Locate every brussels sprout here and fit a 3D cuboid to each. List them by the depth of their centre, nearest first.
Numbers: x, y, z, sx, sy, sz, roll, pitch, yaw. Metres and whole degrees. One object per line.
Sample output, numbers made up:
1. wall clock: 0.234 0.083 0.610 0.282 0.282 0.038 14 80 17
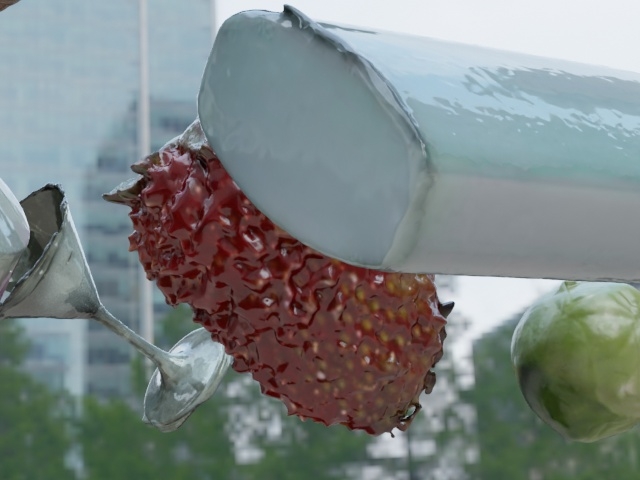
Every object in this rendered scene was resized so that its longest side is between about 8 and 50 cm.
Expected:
1. brussels sprout: 0.251 0.116 1.769 0.122 0.149 0.151 -14 31 -29

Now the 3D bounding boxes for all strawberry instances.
1. strawberry: 0.000 0.000 1.421 0.233 0.306 0.138 -42 -6 -13

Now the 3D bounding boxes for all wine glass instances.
1. wine glass: -0.203 0.071 1.691 0.156 0.156 0.232 -22 -51 42

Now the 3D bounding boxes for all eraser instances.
1. eraser: 0.101 -0.047 0.974 0.290 0.104 0.189 4 21 -37

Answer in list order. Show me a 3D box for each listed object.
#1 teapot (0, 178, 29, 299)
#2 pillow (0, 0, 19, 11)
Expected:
1. teapot: -0.310 -0.003 1.238 0.221 0.163 0.178 32 -68 -36
2. pillow: -0.328 -0.278 1.598 0.236 0.223 0.084 -34 -19 6
